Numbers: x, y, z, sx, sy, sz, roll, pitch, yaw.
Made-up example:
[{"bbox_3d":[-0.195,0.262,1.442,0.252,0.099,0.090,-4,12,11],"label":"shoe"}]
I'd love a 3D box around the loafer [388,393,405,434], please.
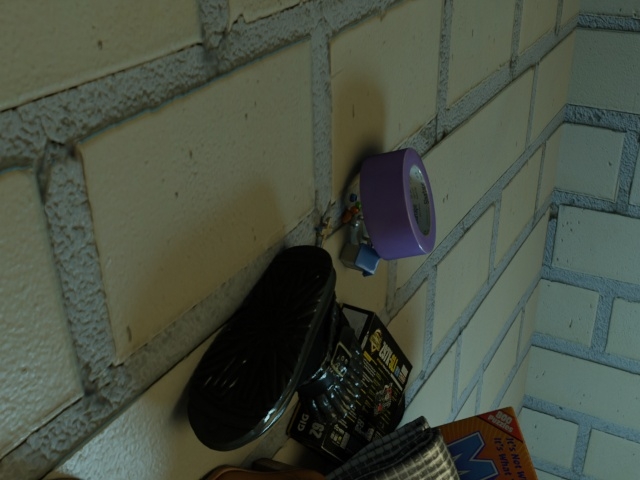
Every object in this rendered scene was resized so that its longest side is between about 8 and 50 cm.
[{"bbox_3d":[0.139,0.389,1.640,0.061,0.062,0.170,27,77,-58],"label":"loafer"}]

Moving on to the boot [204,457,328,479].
[{"bbox_3d":[-0.050,0.412,1.099,0.283,0.220,0.109,10,93,-64],"label":"boot"}]

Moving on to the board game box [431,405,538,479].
[{"bbox_3d":[0.302,0.618,1.588,0.356,0.356,0.357,62,13,-54],"label":"board game box"}]

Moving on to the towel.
[{"bbox_3d":[0.126,0.486,1.344,0.283,0.121,0.235,-29,110,-11],"label":"towel"}]

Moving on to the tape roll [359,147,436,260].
[{"bbox_3d":[0.139,-0.063,1.319,0.189,0.080,0.189,-9,90,-67],"label":"tape roll"}]

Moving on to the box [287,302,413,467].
[{"bbox_3d":[0.069,0.300,1.441,0.257,0.079,0.322,-68,153,-19],"label":"box"}]

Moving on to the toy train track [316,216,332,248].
[{"bbox_3d":[0.000,0.000,1.228,0.048,0.014,0.083,-4,113,-70],"label":"toy train track"}]

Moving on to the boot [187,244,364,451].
[{"bbox_3d":[-0.043,0.207,1.112,0.348,0.131,0.260,-56,147,-35],"label":"boot"}]

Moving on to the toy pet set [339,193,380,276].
[{"bbox_3d":[0.083,-0.002,1.327,0.114,0.065,0.122,-68,152,-16],"label":"toy pet set"}]

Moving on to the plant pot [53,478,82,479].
[{"bbox_3d":[-0.239,0.417,0.757,0.291,0.203,0.291,-36,133,-51],"label":"plant pot"}]
